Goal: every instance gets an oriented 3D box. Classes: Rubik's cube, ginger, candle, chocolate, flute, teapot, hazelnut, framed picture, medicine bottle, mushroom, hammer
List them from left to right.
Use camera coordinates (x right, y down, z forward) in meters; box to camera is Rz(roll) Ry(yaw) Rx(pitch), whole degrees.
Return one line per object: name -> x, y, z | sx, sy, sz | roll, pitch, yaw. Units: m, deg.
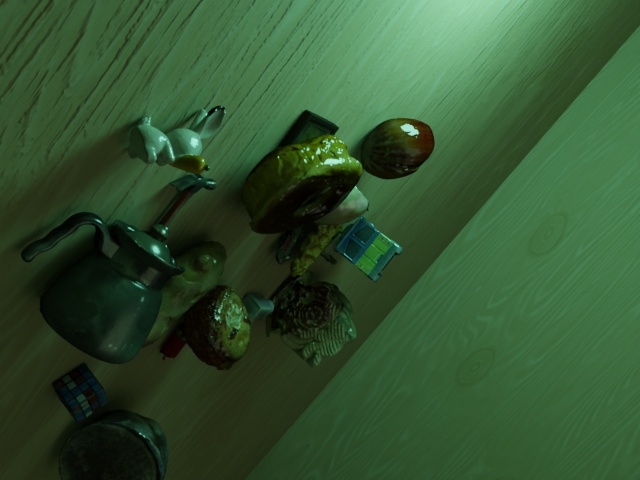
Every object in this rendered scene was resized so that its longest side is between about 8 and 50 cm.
Rubik's cube -> -0.606, 0.386, 1.658 | 0.092, 0.092, 0.092 | -35, 155, -29
teapot -> -0.436, 0.062, 1.346 | 0.285, 0.305, 0.223 | -53, -162, -3
chocolate -> -0.578, 0.624, 1.921 | 0.303, 0.303, 0.213 | -52, -176, 13
hammer -> -0.353, -0.035, 1.475 | 0.288, 0.033, 0.111 | -51, 159, 11
ginger -> -0.348, 0.119, 1.568 | 0.354, 0.126, 0.190 | -49, -170, -30
candle -> -0.421, 0.300, 1.905 | 0.131, 0.052, 0.052 | -52, 158, 15
medicine bottle -> -0.200, 0.214, 2.126 | 0.055, 0.074, 0.118 | -51, 159, 10
framed picture -> -0.029, -0.261, 1.684 | 0.128, 0.023, 0.168 | -52, 158, 14
flute -> 0.019, 0.055, 2.315 | 0.027, 0.027, 0.233 | -47, 158, 2
mushroom -> 0.026, -0.106, 1.869 | 0.173, 0.162, 0.236 | -41, 156, -18
hazelnut -> 0.222, -0.266, 1.931 | 0.212, 0.181, 0.181 | -54, 180, 44

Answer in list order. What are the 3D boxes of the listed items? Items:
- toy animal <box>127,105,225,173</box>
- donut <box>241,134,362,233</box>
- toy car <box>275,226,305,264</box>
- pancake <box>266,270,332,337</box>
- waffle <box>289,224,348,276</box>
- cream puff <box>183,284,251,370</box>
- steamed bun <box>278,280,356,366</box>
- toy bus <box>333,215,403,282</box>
toy animal -> -0.260, -0.192, 1.248 | 0.181, 0.131, 0.127 | -8, 103, -37
donut -> -0.052, -0.145, 1.638 | 0.330, 0.160, 0.330 | -25, 168, -5
toy car -> -0.096, 0.006, 1.985 | 0.142, 0.055, 0.069 | -57, 168, 1
pancake -> -0.086, 0.214, 2.255 | 0.257, 0.212, 0.056 | -15, -170, -1
waffle -> -0.002, -0.002, 2.079 | 0.280, 0.060, 0.262 | -39, 168, -49
cream puff -> -0.294, 0.248, 1.855 | 0.164, 0.240, 0.240 | -19, 163, 14
steamed bun -> -0.020, 0.283, 2.402 | 0.280, 0.268, 0.207 | -36, -166, 8
toy bus -> 0.163, 0.027, 2.227 | 0.152, 0.190, 0.312 | -52, 174, 3
